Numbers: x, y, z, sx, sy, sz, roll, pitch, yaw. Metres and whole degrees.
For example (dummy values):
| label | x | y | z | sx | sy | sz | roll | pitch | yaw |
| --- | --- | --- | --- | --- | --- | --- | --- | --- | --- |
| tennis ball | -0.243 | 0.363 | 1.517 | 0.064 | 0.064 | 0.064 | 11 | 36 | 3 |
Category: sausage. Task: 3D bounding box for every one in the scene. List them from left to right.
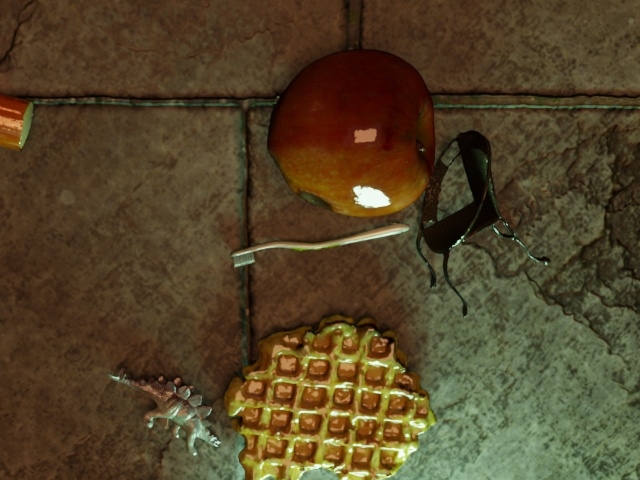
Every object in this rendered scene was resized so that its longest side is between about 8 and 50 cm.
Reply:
| label | x | y | z | sx | sy | sz | roll | pitch | yaw |
| --- | --- | --- | --- | --- | --- | --- | --- | --- | --- |
| sausage | -0.504 | -0.181 | 1.310 | 0.234 | 0.071 | 0.071 | 14 | 98 | -9 |

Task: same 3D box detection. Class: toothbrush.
| label | x | y | z | sx | sy | sz | roll | pitch | yaw |
| --- | --- | --- | --- | --- | --- | --- | --- | --- | --- |
| toothbrush | 0.000 | 0.000 | 1.429 | 0.263 | 0.022 | 0.026 | -12 | 87 | -4 |

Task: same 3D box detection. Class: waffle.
| label | x | y | z | sx | sy | sz | roll | pitch | yaw |
| --- | --- | --- | --- | --- | --- | --- | --- | --- | --- |
| waffle | 0.015 | 0.253 | 1.459 | 0.300 | 0.058 | 0.282 | -17 | 100 | -2 |

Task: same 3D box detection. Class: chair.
| label | x | y | z | sx | sy | sz | roll | pitch | yaw |
| --- | --- | --- | --- | --- | --- | --- | --- | --- | --- |
| chair | 0.204 | -0.033 | 1.377 | 0.149 | 0.174 | 0.213 | -27 | 113 | -6 |

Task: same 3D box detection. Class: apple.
| label | x | y | z | sx | sy | sz | roll | pitch | yaw |
| --- | --- | --- | --- | --- | --- | --- | --- | --- | --- |
| apple | 0.042 | -0.142 | 1.318 | 0.230 | 0.230 | 0.230 | -1 | 100 | -7 |

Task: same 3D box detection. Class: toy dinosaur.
| label | x | y | z | sx | sy | sz | roll | pitch | yaw |
| --- | --- | --- | --- | --- | --- | --- | --- | --- | --- |
| toy dinosaur | -0.221 | 0.237 | 1.433 | 0.209 | 0.039 | 0.082 | 36 | 91 | -22 |
